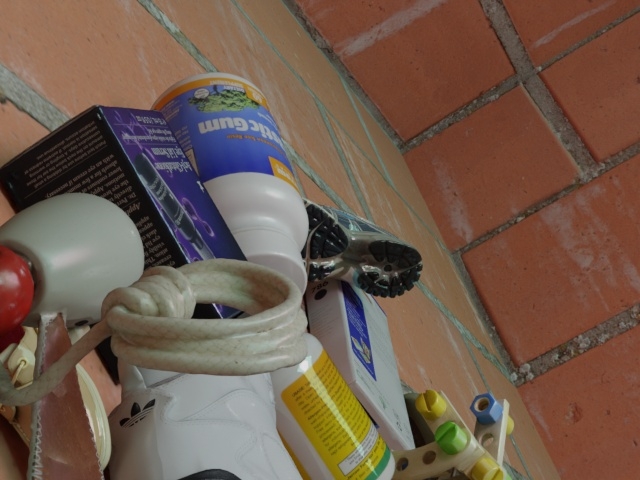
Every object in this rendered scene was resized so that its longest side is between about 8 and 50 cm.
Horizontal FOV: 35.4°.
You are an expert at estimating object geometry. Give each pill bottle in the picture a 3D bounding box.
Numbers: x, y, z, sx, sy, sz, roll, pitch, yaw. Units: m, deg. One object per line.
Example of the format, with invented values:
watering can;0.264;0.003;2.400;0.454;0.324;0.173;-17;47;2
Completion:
pill bottle;-0.028;0.163;0.967;0.208;0.117;0.117;57;13;-9
pill bottle;-0.098;-0.045;1.088;0.152;0.152;0.272;46;17;-46

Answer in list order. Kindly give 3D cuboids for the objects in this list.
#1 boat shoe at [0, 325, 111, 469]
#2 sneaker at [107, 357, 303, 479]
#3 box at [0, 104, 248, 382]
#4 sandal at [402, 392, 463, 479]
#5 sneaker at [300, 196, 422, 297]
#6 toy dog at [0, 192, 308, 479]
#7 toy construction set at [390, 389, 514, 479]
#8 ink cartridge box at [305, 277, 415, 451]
boat shoe;-0.195;0.082;0.639;0.170;0.063;0.059;54;13;18
sneaker;-0.038;0.216;0.754;0.366;0.137;0.210;51;13;-44
box;-0.155;-0.002;0.868;0.207;0.108;0.153;59;12;0
sandal;0.149;0.331;1.333;0.086;0.120;0.303;23;25;-43
sneaker;0.000;0.000;1.406;0.283;0.110;0.122;23;12;-27
toy dog;-0.177;0.094;0.422;0.220;0.161;0.333;24;25;34
toy construction set;0.125;0.302;1.015;0.151;0.215;0.328;53;14;-21
ink cartridge box;0.050;0.159;1.409;0.165;0.065;0.333;53;15;-27
